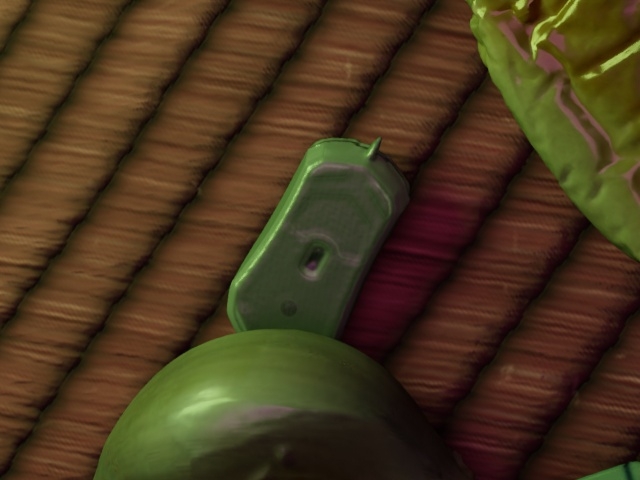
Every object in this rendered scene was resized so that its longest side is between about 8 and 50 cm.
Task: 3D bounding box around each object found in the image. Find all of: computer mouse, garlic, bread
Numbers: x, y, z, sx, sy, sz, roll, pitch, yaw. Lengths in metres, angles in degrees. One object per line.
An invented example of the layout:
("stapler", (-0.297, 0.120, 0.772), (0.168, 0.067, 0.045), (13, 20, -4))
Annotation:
("computer mouse", (0.000, 0.000, 1.413), (0.089, 0.056, 0.182), (26, 105, -7))
("garlic", (-0.034, 0.201, 1.382), (0.325, 0.132, 0.279), (2, 94, 6))
("bread", (0.261, -0.116, 1.324), (0.236, 0.183, 0.388), (-36, 89, 24))

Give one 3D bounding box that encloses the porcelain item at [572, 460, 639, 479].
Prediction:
("porcelain item", (0.202, 0.309, 1.238), (0.157, 0.286, 0.281), (-23, 123, 8))
